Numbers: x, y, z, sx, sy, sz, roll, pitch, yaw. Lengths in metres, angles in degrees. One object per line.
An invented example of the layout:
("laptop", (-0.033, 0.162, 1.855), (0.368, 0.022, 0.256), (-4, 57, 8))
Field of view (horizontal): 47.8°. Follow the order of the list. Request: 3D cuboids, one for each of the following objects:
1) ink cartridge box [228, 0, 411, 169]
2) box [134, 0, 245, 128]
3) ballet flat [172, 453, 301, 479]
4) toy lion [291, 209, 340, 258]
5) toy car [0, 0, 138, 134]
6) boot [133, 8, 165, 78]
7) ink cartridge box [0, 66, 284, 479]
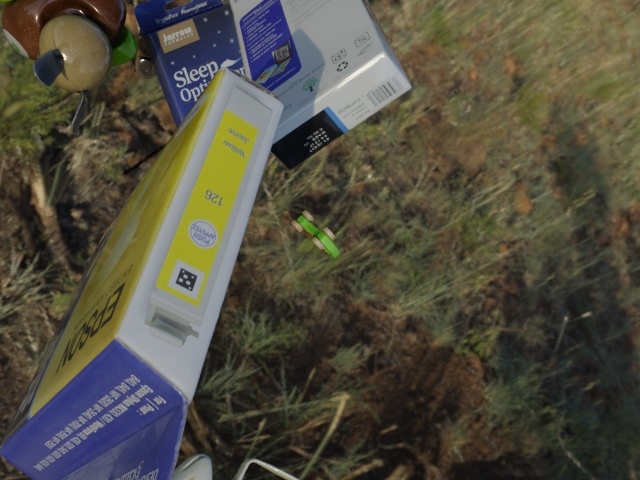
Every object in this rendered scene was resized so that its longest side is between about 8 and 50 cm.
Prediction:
("ink cartridge box", (-0.015, -0.242, 0.865), (0.065, 0.165, 0.332), (41, 24, -41))
("box", (-0.168, -0.248, 1.048), (0.136, 0.036, 0.225), (-30, 118, -24))
("ballet flat", (-0.114, 0.335, 0.904), (0.342, 0.116, 0.124), (12, 74, -20))
("toy lion", (0.000, 0.000, 1.189), (0.100, 0.034, 0.096), (40, -9, 46))
("toy car", (-0.300, -0.217, 0.835), (0.155, 0.149, 0.188), (69, 11, -56))
("boot", (-0.265, -0.310, 1.129), (0.042, 0.118, 0.087), (17, 16, -18))
("ink cartridge box", (-0.154, 0.071, 0.538), (0.072, 0.303, 0.307), (31, 50, -19))
